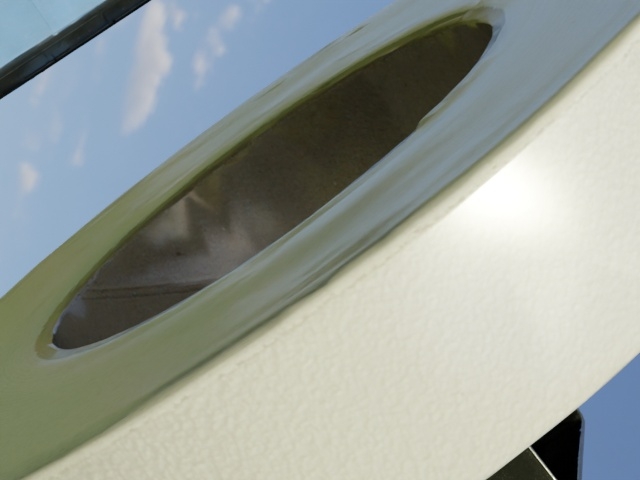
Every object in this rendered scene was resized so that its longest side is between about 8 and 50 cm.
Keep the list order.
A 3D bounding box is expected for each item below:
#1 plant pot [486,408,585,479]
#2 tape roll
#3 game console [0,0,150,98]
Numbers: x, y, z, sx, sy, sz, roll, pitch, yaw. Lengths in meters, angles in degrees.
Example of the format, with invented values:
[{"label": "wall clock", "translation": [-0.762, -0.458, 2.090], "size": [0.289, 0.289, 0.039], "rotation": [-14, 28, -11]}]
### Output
[{"label": "plant pot", "translation": [0.057, 0.123, 1.103], "size": [0.167, 0.188, 0.187], "rotation": [-37, -176, 15]}, {"label": "tape roll", "translation": [0.000, 0.000, 0.589], "size": [0.392, 0.072, 0.392], "rotation": [-34, -167, 9]}, {"label": "game console", "translation": [-0.113, -0.110, 0.566], "size": [0.144, 0.124, 0.085], "rotation": [-33, -154, -2]}]
